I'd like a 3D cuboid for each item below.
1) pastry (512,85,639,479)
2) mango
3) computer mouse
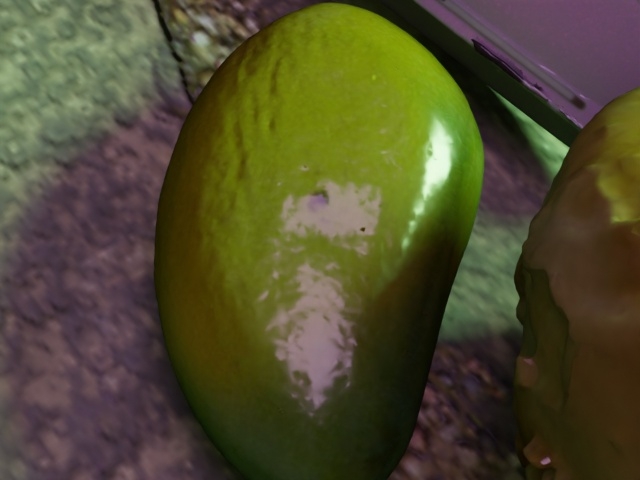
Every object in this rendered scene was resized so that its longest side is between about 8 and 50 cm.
[{"bbox_3d":[0.217,0.075,0.500,0.315,0.184,0.284,26,47,6],"label":"pastry"},{"bbox_3d":[-0.006,-0.003,0.563,0.137,0.091,0.237,16,57,6],"label":"mango"},{"bbox_3d":[0.089,-0.164,0.635,0.310,0.158,0.072,40,27,13],"label":"computer mouse"}]
